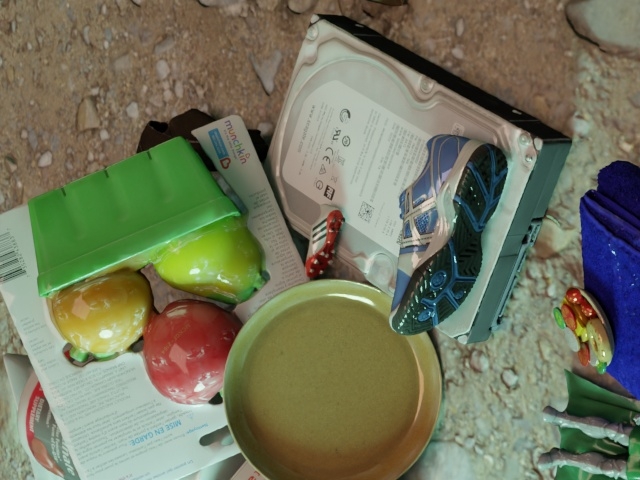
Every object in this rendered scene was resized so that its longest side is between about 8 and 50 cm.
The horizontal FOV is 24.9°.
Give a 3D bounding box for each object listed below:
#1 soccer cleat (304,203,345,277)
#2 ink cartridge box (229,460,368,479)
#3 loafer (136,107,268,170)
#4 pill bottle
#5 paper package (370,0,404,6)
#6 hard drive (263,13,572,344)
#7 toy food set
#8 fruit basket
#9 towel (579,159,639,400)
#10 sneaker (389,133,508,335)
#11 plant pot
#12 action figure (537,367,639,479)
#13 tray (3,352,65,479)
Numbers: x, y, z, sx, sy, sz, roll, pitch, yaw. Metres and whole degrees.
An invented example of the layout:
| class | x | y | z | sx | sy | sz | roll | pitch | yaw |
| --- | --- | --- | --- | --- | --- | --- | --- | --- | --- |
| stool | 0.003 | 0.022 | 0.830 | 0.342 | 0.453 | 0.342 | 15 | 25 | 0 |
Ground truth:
| class | x | y | z | sx | sy | sz | roll | pitch | yaw |
| --- | --- | --- | --- | --- | --- | --- | --- | --- | --- |
| soccer cleat | 0.000 | 0.000 | 1.570 | 0.035 | 0.029 | 0.083 | 38 | 116 | 44 |
| ink cartridge box | -0.007 | 0.318 | 1.603 | 0.203 | 0.086 | 0.148 | 32 | 73 | 38 |
| loafer | -0.152 | -0.121 | 1.748 | 0.220 | 0.080 | 0.078 | -1 | 93 | 43 |
| pill bottle | -0.209 | 0.243 | 1.767 | 0.318 | 0.176 | 0.176 | 15 | 104 | 41 |
| paper package | -0.012 | -0.450 | 1.532 | 0.325 | 0.168 | 0.310 | 41 | 121 | 32 |
| hard drive | 0.084 | -0.072 | 1.546 | 0.339 | 0.064 | 0.237 | 35 | 116 | 35 |
| toy food set | 0.243 | 0.082 | 1.332 | 0.083 | 0.020 | 0.083 | 96 | 149 | -64 |
| fruit basket | -0.170 | 0.079 | 1.628 | 0.327 | 0.165 | 0.353 | -24 | 94 | -1 |
| towel | 0.320 | 0.088 | 1.234 | 0.308 | 0.076 | 0.228 | -133 | 33 | -53 |
| sneaker | 0.115 | -0.006 | 1.437 | 0.081 | 0.080 | 0.211 | 32 | 105 | 43 |
| plant pot | 0.012 | 0.159 | 1.560 | 0.032 | 0.236 | 0.236 | 161 | 103 | -84 |
| action figure | 0.316 | 0.203 | 1.359 | 0.232 | 0.063 | 0.137 | 5 | 94 | 39 |
| tray | -0.344 | 0.277 | 1.934 | 0.030 | 0.145 | 0.270 | -20 | 79 | 13 |
